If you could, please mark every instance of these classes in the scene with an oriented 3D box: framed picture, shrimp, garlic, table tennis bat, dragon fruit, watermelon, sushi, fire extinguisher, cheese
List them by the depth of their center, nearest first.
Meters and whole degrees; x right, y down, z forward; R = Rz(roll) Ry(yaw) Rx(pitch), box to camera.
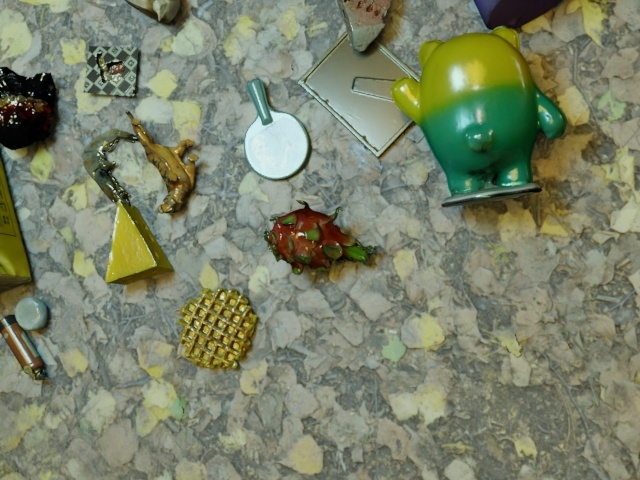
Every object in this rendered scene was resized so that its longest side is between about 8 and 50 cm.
[{"bbox_3d":[0.000,-0.004,1.525,0.236,0.137,0.135,5,49,11],"label":"dragon fruit"},{"bbox_3d":[0.090,-0.529,1.580,0.154,0.094,0.241,-1,76,1],"label":"watermelon"},{"bbox_3d":[0.100,-0.331,1.594,0.260,0.023,0.189,44,94,12],"label":"framed picture"},{"bbox_3d":[-0.111,-0.249,1.624,0.149,0.038,0.237,-20,84,9],"label":"table tennis bat"},{"bbox_3d":[-0.418,-0.001,1.630,0.126,0.093,0.171,-16,81,12],"label":"cheese"},{"bbox_3d":[-0.409,-0.568,1.668,0.198,0.128,0.090,37,108,10],"label":"garlic"},{"bbox_3d":[-0.678,0.253,1.677,0.177,0.050,0.062,53,129,11],"label":"fire extinguisher"},{"bbox_3d":[-0.461,-0.174,1.689,0.148,0.035,0.195,-40,77,3],"label":"shrimp"},{"bbox_3d":[-0.703,-0.293,1.689,0.172,0.153,0.150,-4,62,-8],"label":"sushi"},{"bbox_3d":[-0.486,-0.395,1.720,0.126,0.026,0.120,4,82,8],"label":"sushi"}]

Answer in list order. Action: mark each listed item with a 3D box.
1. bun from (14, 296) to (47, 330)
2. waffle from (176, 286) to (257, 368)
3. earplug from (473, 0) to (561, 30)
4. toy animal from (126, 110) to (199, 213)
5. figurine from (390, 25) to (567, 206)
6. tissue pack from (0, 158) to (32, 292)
[{"bbox_3d":[-0.664,0.169,1.687,0.083,0.045,0.083,-2,81,13],"label":"bun"},{"bbox_3d":[-0.228,0.190,1.600,0.191,0.038,0.191,-1,85,12],"label":"waffle"},{"bbox_3d":[0.336,-0.673,1.495,0.215,0.215,0.455,-26,76,8],"label":"earplug"},{"bbox_3d":[-0.358,-0.192,1.648,0.255,0.114,0.116,56,139,16],"label":"toy animal"},{"bbox_3d":[0.310,-0.245,1.440,0.324,0.231,0.339,-10,88,16],"label":"figurine"},{"bbox_3d":[-0.867,-0.045,1.658,0.293,0.228,0.381,-19,82,7],"label":"tissue pack"}]
